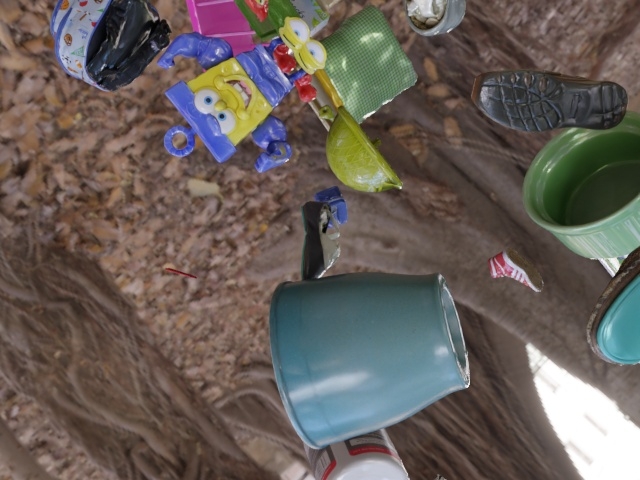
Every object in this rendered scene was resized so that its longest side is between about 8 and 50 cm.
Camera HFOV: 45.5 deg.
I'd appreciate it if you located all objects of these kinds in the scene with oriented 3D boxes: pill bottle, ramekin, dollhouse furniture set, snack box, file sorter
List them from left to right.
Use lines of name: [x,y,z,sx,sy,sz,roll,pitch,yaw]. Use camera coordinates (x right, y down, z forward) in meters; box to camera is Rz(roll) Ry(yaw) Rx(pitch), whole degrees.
file sorter: [-0.148,-0.475,1.672,0.202,0.182,0.290,-48,134,-52]
snack box: [-0.067,-0.413,1.352,0.100,0.141,0.037,-41,176,-13]
dollhouse furniture set: [0.031,-0.330,1.225,0.198,0.301,0.151,-38,-165,-7]
pill bottle: [0.058,0.440,1.624,0.176,0.176,0.318,-50,-156,9]
ramekin: [0.591,-0.108,1.589,0.303,0.303,0.148,-48,123,3]

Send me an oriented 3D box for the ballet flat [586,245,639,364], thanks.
ballet flat: [0.583,-0.006,1.099,0.483,0.164,0.182,-44,-168,20]

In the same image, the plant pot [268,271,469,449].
plant pot: [0.090,0.168,1.196,0.255,0.271,0.272,-14,171,15]

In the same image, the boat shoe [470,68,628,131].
boat shoe: [0.454,-0.286,1.549,0.120,0.324,0.122,-117,-144,-64]

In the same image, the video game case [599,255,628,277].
video game case: [0.750,0.015,1.772,0.193,0.212,0.023,-38,-178,21]

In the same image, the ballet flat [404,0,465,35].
ballet flat: [0.116,-0.319,0.793,0.068,0.072,0.213,-34,126,-43]

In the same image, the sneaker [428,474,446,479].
sneaker: [0.242,0.552,1.689,0.083,0.037,0.031,-32,140,-14]

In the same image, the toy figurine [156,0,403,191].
toy figurine: [-0.088,-0.155,0.968,0.217,0.362,0.191,-37,-171,-5]

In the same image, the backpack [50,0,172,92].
backpack: [-0.543,-0.517,1.900,0.263,0.213,0.276,-69,160,-10]

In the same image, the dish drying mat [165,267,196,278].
dish drying mat: [-0.346,0.080,1.894,0.032,0.083,0.008,24,81,-55]

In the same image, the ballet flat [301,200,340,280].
ballet flat: [0.000,0.000,1.356,0.203,0.074,0.074,-91,-156,-48]

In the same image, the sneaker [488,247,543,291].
sneaker: [0.386,0.065,1.524,0.067,0.118,0.042,-29,-155,46]

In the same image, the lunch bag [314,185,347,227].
lunch bag: [0.028,-0.077,1.819,0.067,0.065,0.098,-21,148,-6]
